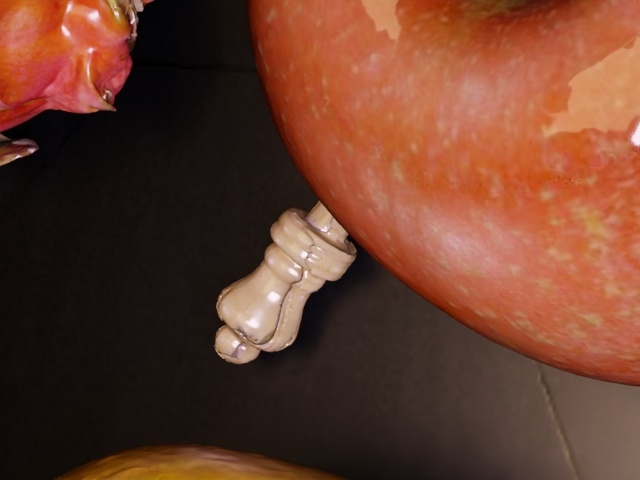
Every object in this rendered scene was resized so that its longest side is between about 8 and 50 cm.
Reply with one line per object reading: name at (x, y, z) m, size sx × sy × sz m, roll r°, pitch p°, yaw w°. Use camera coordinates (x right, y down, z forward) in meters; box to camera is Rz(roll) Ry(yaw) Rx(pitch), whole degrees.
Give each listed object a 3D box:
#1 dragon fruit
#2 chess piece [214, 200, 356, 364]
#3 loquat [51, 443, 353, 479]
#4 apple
dragon fruit at (-0.216, -0.162, 0.892) m, size 0.224 × 0.227 × 0.224 m, roll -44°, pitch 36°, yaw 44°
chess piece at (-0.001, -0.001, 0.843) m, size 0.060 × 0.060 × 0.172 m, roll 43°, pitch 103°, yaw 25°
loquat at (-0.054, 0.257, 0.670) m, size 0.328 × 0.359 × 0.328 m, roll 7°, pitch 109°, yaw 20°
apple at (0.139, -0.108, 0.663) m, size 0.348 × 0.277 × 0.348 m, roll -5°, pitch 79°, yaw 26°
